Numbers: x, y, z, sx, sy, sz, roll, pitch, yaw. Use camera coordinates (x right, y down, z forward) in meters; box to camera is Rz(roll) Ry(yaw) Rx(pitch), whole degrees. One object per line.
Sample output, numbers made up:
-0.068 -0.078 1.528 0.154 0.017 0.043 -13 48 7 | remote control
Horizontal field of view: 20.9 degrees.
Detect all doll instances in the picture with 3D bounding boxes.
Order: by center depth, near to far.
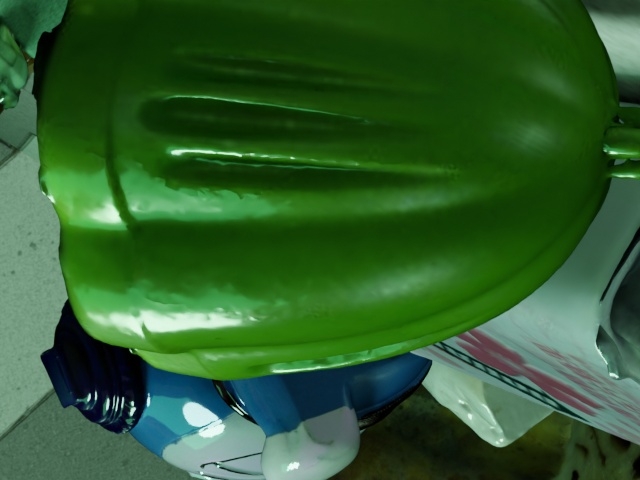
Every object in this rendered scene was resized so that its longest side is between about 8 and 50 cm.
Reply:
-0.035 0.043 1.134 0.240 0.284 0.310 68 159 4 | doll

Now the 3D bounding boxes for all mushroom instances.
0.078 0.064 1.300 0.270 0.118 0.103 23 131 50 | mushroom

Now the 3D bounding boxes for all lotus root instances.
0.027 -0.037 0.539 0.186 0.186 0.186 30 174 3 | lotus root
0.099 0.178 1.449 0.346 0.250 0.250 18 169 34 | lotus root

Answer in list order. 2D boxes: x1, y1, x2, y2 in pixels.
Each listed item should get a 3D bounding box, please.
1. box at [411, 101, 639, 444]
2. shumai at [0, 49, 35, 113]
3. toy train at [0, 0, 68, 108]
0.098 0.013 0.763 0.190 0.112 0.370 32 175 -27 | box
-0.175 -0.134 0.887 0.116 0.145 0.145 -23 136 40 | shumai
-0.169 -0.159 0.713 0.157 0.105 0.253 42 176 14 | toy train
